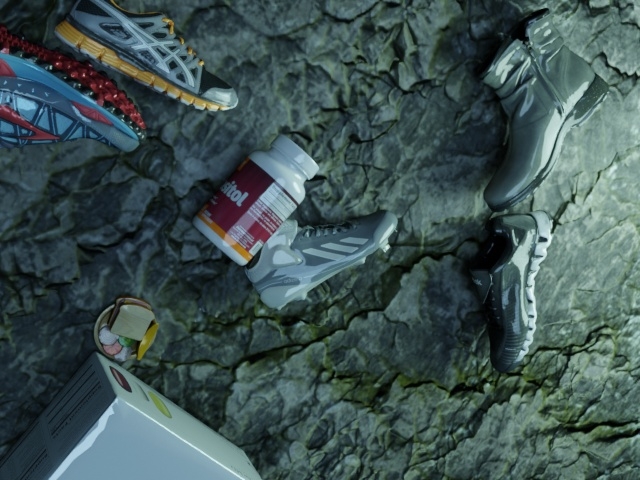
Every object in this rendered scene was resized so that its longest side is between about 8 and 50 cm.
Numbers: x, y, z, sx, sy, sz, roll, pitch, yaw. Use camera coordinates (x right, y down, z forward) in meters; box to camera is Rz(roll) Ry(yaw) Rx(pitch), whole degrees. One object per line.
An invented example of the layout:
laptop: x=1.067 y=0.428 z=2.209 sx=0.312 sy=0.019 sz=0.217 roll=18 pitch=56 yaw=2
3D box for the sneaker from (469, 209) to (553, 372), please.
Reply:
sneaker: x=0.248 y=0.068 z=1.344 sx=0.106 sy=0.078 sz=0.234 roll=5 pitch=100 yaw=-21

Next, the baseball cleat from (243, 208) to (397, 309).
baseball cleat: x=0.000 y=0.000 z=1.220 sx=0.206 sy=0.072 sz=0.109 roll=-35 pitch=109 yaw=-13

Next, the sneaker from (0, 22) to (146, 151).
sneaker: x=-0.318 y=-0.149 z=1.042 sx=0.262 sy=0.104 sz=0.125 roll=25 pitch=113 yaw=-23

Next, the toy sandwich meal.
toy sandwich meal: x=-0.234 y=0.110 z=1.177 sx=0.086 sy=0.029 sz=0.085 roll=-7 pitch=108 yaw=-21

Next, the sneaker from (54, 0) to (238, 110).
sneaker: x=-0.181 y=-0.209 z=1.075 sx=0.215 sy=0.084 sz=0.083 roll=26 pitch=90 yaw=-26

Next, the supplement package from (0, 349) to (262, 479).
supplement package: x=-0.226 y=0.302 z=1.176 sx=0.262 sy=0.145 sz=0.204 roll=41 pitch=88 yaw=-28

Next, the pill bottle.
pill bottle: x=-0.075 y=-0.051 z=1.164 sx=0.152 sy=0.086 sz=0.086 roll=-49 pitch=117 yaw=-3

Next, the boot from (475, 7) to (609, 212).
boot: x=0.257 y=-0.173 z=1.279 sx=0.161 sy=0.083 sz=0.246 roll=40 pitch=83 yaw=-20
